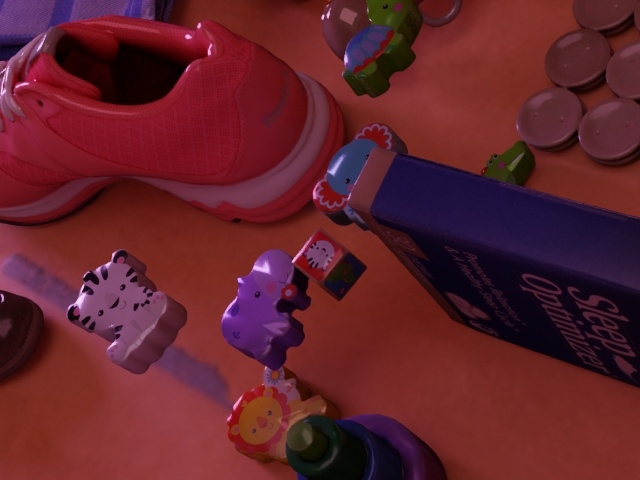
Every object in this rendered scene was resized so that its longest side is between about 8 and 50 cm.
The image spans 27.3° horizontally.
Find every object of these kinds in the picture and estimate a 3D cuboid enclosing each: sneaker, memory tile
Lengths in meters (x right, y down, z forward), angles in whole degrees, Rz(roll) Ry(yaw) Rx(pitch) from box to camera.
[{"bbox_3d":[-0.144,-0.088,0.783,0.313,0.136,0.116,0,64,28],"label":"sneaker"},{"bbox_3d":[0.184,-0.083,0.682,0.148,0.012,0.113,17,74,34],"label":"memory tile"},{"bbox_3d":[-0.261,0.051,0.812,0.188,0.071,0.066,-2,64,28],"label":"sneaker"}]

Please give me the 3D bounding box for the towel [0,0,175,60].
[{"bbox_3d":[-0.177,-0.251,0.927,0.209,0.034,0.285,1,64,17],"label":"towel"}]

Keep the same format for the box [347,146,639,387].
[{"bbox_3d":[0.133,0.028,0.572,0.225,0.136,0.037,17,73,34],"label":"box"}]

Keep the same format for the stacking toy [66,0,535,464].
[{"bbox_3d":[0.000,0.000,0.640,0.221,0.167,0.052,-50,53,-2],"label":"stacking toy"}]

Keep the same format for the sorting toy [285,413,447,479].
[{"bbox_3d":[0.045,0.223,0.526,0.127,0.126,0.366,-26,56,14],"label":"sorting toy"}]

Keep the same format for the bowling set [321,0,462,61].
[{"bbox_3d":[-0.042,-0.217,0.803,0.287,0.200,0.154,40,93,-5],"label":"bowling set"}]
